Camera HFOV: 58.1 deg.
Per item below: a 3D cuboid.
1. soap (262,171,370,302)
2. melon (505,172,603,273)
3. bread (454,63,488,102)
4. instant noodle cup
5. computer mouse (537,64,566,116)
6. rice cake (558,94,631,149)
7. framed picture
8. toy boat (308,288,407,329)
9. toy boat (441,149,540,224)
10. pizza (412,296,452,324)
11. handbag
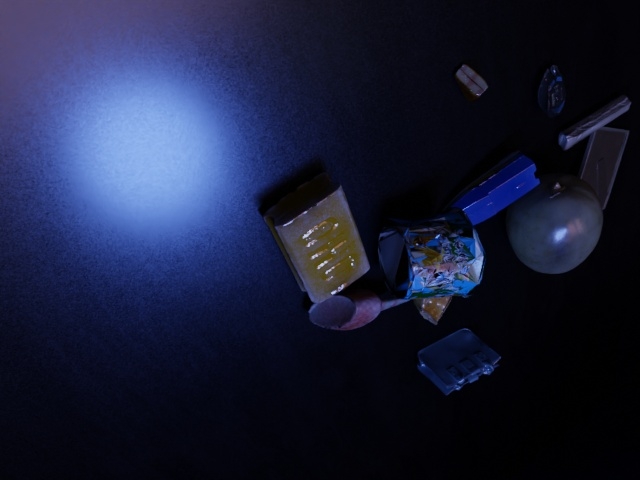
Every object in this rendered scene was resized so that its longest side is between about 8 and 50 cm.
[{"bbox_3d":[0.000,0.000,1.277,0.174,0.089,0.274,-33,135,-9],"label":"soap"},{"bbox_3d":[0.644,-0.047,1.601,0.272,0.272,0.307,-13,131,-29],"label":"melon"},{"bbox_3d":[0.346,-0.344,1.292,0.043,0.062,0.109,-49,140,3],"label":"bread"},{"bbox_3d":[0.257,0.042,1.400,0.178,0.240,0.240,-9,127,-17],"label":"instant noodle cup"},{"bbox_3d":[0.576,-0.375,1.449,0.079,0.047,0.135,-37,126,-25],"label":"computer mouse"},{"bbox_3d":[0.773,-0.334,1.621,0.256,0.052,0.057,-31,138,-14],"label":"rice cake"},{"bbox_3d":[0.851,-0.217,1.755,0.189,0.023,0.259,-4,113,-34],"label":"framed picture"},{"bbox_3d":[0.113,0.166,1.462,0.206,0.096,0.282,-25,167,41],"label":"toy boat"},{"bbox_3d":[0.421,-0.113,1.513,0.295,0.088,0.129,-35,137,6],"label":"toy boat"},{"bbox_3d":[0.296,0.111,1.596,0.204,0.081,0.188,42,69,-37],"label":"pizza"},{"bbox_3d":[0.438,0.385,1.826,0.229,0.179,0.062,-22,132,-25],"label":"handbag"}]
